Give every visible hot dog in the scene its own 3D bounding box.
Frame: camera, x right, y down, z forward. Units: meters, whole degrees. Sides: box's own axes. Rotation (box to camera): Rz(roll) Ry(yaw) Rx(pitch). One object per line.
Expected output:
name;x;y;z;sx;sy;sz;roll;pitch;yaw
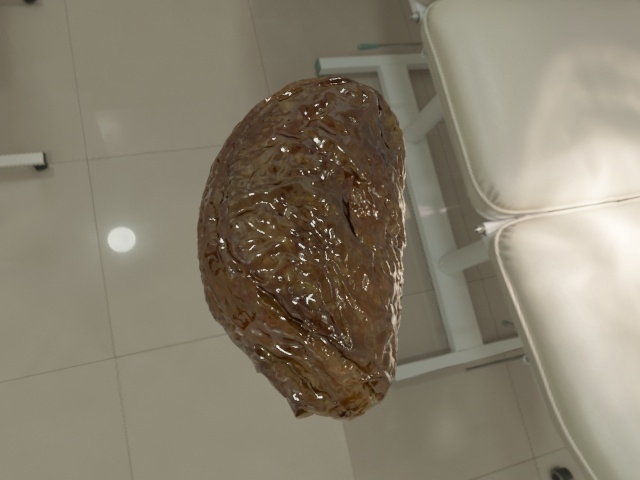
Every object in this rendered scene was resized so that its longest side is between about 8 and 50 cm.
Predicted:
hot dog;0.000;0.000;0.547;0.267;0.174;0.387;49;39;-42
